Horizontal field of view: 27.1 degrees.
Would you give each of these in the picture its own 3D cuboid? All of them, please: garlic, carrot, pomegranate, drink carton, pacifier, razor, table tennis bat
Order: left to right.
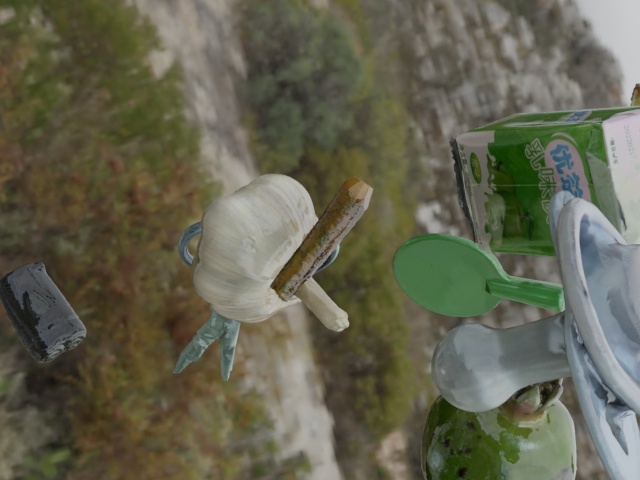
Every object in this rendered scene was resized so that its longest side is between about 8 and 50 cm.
[{"bbox_3d":[-0.422,0.106,1.987,0.148,0.090,0.054,54,-24,16],"label":"razor"},{"bbox_3d":[-0.042,0.034,1.645,0.226,0.199,0.199,34,-18,32],"label":"garlic"},{"bbox_3d":[0.000,0.000,1.544,0.042,0.170,0.042,39,4,-3],"label":"carrot"},{"bbox_3d":[0.227,0.058,1.890,0.160,0.257,0.039,86,22,-46],"label":"table tennis bat"},{"bbox_3d":[0.209,0.217,1.485,0.187,0.187,0.225,-99,-160,-50],"label":"pomegranate"},{"bbox_3d":[0.201,0.093,1.183,0.238,0.226,0.287,46,31,-46],"label":"pacifier"},{"bbox_3d":[0.278,-0.062,1.509,0.271,0.108,0.161,4,-70,60],"label":"drink carton"}]

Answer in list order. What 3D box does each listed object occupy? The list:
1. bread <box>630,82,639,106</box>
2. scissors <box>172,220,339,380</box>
[{"bbox_3d":[0.496,-0.208,1.764,0.240,0.178,0.135,-62,152,-15],"label":"bread"},{"bbox_3d":[-0.137,0.107,2.114,0.383,0.256,0.029,115,-30,-42],"label":"scissors"}]
